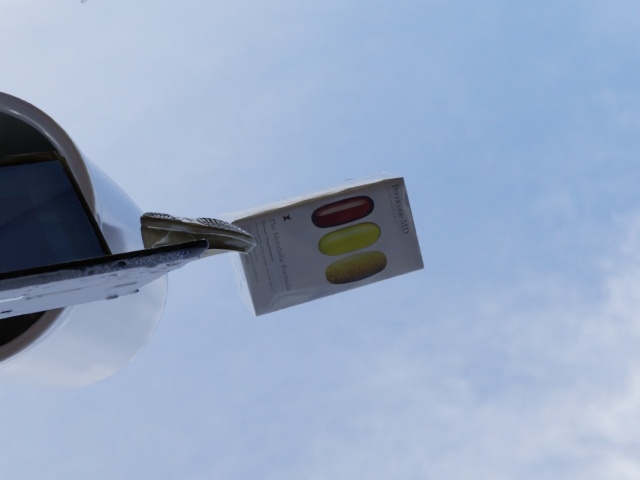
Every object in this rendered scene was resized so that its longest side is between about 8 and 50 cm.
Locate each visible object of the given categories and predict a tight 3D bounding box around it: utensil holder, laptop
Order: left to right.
[{"bbox_3d":[-0.235,-0.013,0.827,0.234,0.136,0.264,-10,174,-27],"label":"laptop"},{"bbox_3d":[-0.379,0.024,1.588,0.328,0.385,0.327,-2,-102,8],"label":"utensil holder"}]

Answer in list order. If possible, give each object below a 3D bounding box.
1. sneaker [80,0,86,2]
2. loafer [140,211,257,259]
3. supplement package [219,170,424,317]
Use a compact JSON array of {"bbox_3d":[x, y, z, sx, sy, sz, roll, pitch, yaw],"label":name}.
[{"bbox_3d":[-0.370,-0.524,2.178,0.210,0.137,0.366,-44,-176,7],"label":"sneaker"},{"bbox_3d":[-0.145,0.000,1.487,0.148,0.050,0.056,10,-168,-26],"label":"loafer"},{"bbox_3d":[0.000,0.000,1.755,0.244,0.139,0.134,-16,-170,-10],"label":"supplement package"}]
